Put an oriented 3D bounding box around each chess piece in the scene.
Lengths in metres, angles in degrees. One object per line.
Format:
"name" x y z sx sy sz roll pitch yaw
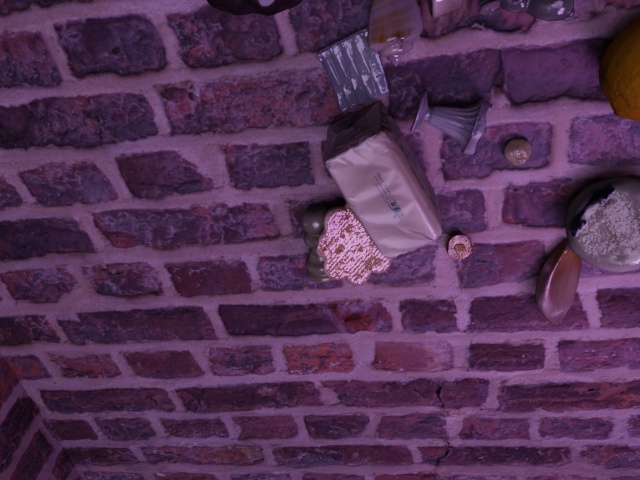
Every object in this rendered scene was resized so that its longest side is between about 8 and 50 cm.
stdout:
"chess piece" 0.000 0.000 2.062 0.145 0.144 0.251 -5 118 12

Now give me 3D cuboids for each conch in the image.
"conch" 0.194 -0.585 1.591 0.159 0.127 0.255 -11 122 3

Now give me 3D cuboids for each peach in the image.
"peach" 0.464 0.015 2.043 0.098 0.061 0.098 -4 111 -10

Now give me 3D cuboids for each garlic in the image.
"garlic" 0.801 0.143 2.056 0.144 0.112 0.317 -4 122 -17

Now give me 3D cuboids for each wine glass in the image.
"wine glass" 0.370 -0.345 1.738 0.197 0.164 0.164 18 126 0

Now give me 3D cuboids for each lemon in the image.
"lemon" 0.852 -0.435 1.532 0.293 0.293 0.292 4 126 5

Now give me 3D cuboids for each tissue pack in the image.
"tissue pack" 0.185 -0.177 1.777 0.207 0.297 0.380 -26 114 19

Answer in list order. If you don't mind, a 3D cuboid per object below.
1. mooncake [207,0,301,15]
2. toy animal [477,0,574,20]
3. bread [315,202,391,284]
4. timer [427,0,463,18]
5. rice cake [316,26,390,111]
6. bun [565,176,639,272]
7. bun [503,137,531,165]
"mooncake" -0.153 -0.749 1.496 0.351 0.212 0.380 -8 126 6
"toy animal" 0.526 -0.615 1.538 0.237 0.138 0.108 -3 159 6
"bread" 0.124 0.001 2.012 0.316 0.054 0.315 -8 112 -21
"timer" 0.395 -0.665 1.500 0.266 0.175 0.175 -9 124 8
"rice cake" 0.098 -0.488 1.743 0.190 0.037 0.198 -19 120 20
"bun" 0.907 -0.055 1.855 0.293 0.187 0.292 10 110 27
"bun" 0.593 -0.262 1.825 0.086 0.054 0.086 4 127 5
